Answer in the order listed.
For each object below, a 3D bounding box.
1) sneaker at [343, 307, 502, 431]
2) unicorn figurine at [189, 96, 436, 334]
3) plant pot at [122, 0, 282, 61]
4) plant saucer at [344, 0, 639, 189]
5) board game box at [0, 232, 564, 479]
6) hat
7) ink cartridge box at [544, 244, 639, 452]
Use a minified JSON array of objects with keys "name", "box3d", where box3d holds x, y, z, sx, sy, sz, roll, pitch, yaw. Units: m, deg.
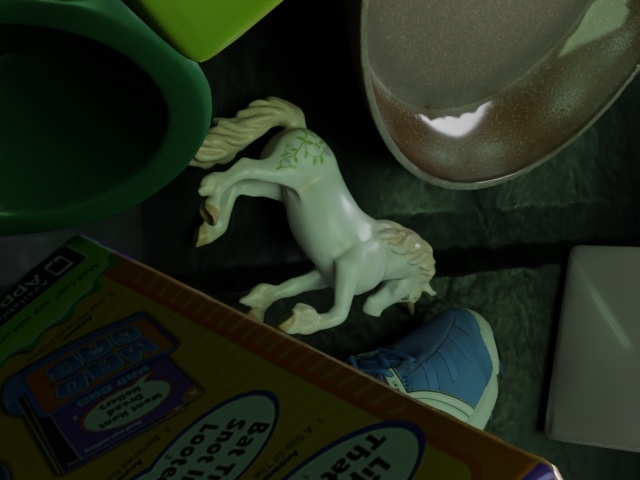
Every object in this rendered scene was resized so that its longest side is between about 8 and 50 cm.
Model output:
[{"name":"sneaker","box3d":[0.011,0.094,0.995,0.211,0.080,0.081,-39,118,-29]},{"name":"unicorn figurine","box3d":[0.000,0.000,0.990,0.111,0.060,0.162,-35,114,-30]},{"name":"plant pot","box3d":[-0.057,-0.237,0.712,0.228,0.227,0.207,-43,127,1]},{"name":"plant saucer","box3d":[0.111,-0.175,1.007,0.310,0.050,0.310,-34,140,-35]},{"name":"board game box","box3d":[-0.064,0.270,0.740,0.356,0.356,0.356,-40,117,-16]},{"name":"hat","box3d":[-0.137,-0.119,0.878,0.208,0.173,0.183,41,34,-53]},{"name":"ink cartridge box","box3d":[0.330,0.086,1.161,0.353,0.207,0.119,11,84,-38]}]
